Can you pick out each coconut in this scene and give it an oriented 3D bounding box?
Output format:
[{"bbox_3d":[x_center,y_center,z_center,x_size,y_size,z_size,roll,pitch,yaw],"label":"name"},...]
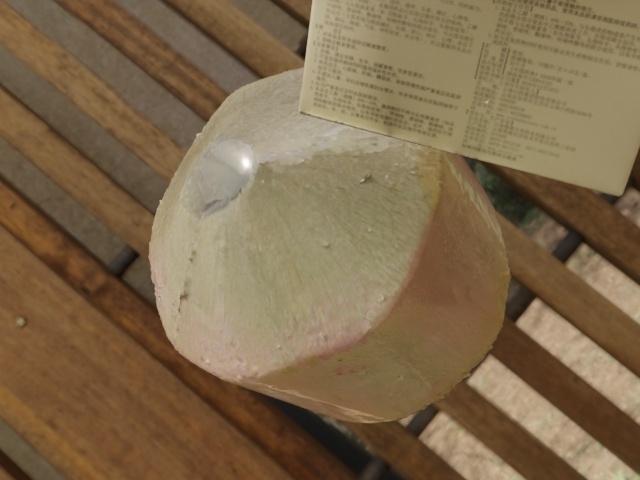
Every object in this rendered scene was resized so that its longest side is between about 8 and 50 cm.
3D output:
[{"bbox_3d":[0.000,0.000,0.802,0.297,0.297,0.309,-50,-39,-1],"label":"coconut"}]

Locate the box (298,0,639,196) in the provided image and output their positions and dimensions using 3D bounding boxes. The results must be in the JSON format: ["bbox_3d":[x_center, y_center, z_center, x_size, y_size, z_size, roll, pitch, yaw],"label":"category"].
[{"bbox_3d":[0.106,-0.142,0.544,0.095,0.211,0.168,-58,-19,-54],"label":"box"}]
